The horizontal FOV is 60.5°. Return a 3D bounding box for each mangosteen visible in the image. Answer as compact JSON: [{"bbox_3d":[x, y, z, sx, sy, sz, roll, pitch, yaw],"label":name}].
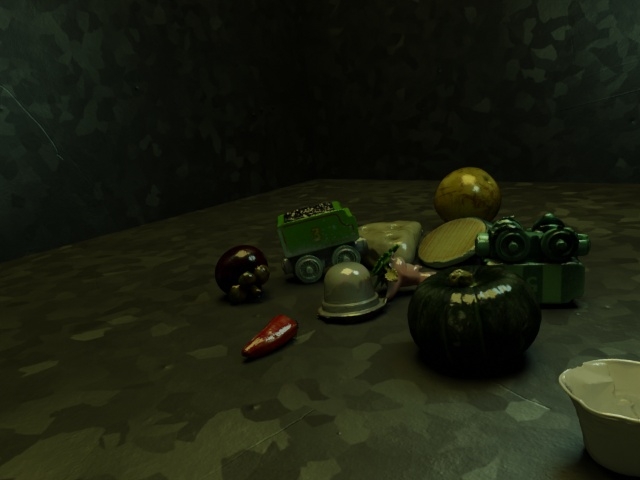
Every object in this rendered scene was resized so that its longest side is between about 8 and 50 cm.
[{"bbox_3d":[-0.248,0.113,1.780,0.199,0.200,0.200,-5,14,1],"label":"mangosteen"}]

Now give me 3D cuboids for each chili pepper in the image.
[{"bbox_3d":[-0.139,0.250,1.387,0.088,0.065,0.169,4,21,36],"label":"chili pepper"}]

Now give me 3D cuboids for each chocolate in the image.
[{"bbox_3d":[0.088,0.135,1.574,0.221,0.147,0.221,-2,13,0],"label":"chocolate"}]

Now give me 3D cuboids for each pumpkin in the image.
[{"bbox_3d":[0.343,0.158,1.255,0.300,0.207,0.300,-13,9,2],"label":"pumpkin"}]

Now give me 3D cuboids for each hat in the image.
[{"bbox_3d":[0.484,0.285,0.863,0.203,0.126,0.203,-5,14,1],"label":"hat"}]

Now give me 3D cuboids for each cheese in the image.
[{"bbox_3d":[0.286,0.006,2.030,0.328,0.130,0.351,-16,17,-32],"label":"cheese"}]

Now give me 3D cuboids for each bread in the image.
[{"bbox_3d":[0.470,0.009,1.943,0.267,0.040,0.267,-27,24,13],"label":"bread"}]

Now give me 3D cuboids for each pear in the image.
[{"bbox_3d":[0.635,-0.180,2.370,0.280,0.281,0.281,-5,14,1],"label":"pear"}]

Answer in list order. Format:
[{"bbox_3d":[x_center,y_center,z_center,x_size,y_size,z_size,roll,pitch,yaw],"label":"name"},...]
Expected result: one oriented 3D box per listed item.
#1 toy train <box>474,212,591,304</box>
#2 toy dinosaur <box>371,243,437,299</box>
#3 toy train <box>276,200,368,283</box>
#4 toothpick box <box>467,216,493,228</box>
[{"bbox_3d":[0.578,0.054,1.511,0.298,0.238,0.167,0,14,12],"label":"toy train"},{"bbox_3d":[0.253,0.123,1.679,0.194,0.152,0.177,-27,62,-39],"label":"toy dinosaur"},{"bbox_3d":[0.000,0.000,1.895,0.307,0.249,0.173,-14,17,0],"label":"toy train"},{"bbox_3d":[0.598,-0.012,2.009,0.120,0.120,0.184,-10,18,-18],"label":"toothpick box"}]
